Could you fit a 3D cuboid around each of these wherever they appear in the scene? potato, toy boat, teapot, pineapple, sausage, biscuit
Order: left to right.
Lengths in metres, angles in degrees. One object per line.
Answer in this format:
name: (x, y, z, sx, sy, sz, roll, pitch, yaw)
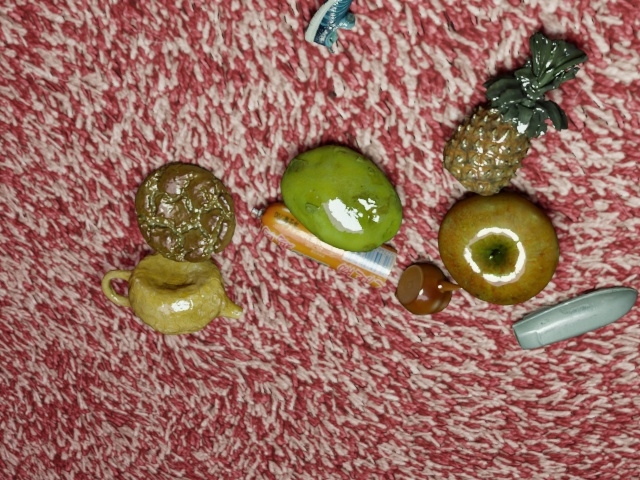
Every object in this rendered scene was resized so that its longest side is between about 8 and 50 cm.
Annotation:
teapot: (-0.322, 0.128, 1.898, 0.311, 0.203, 0.167, 6, 130, 3)
biscuit: (-0.286, -0.055, 1.835, 0.226, 0.042, 0.226, 2, 101, 9)
sausage: (0.000, 0.000, 1.813, 0.312, 0.093, 0.093, 23, 123, -2)
potato: (0.042, -0.081, 1.712, 0.253, 0.148, 0.186, 23, 114, 2)
teapot: (0.225, 0.108, 1.831, 0.116, 0.116, 0.173, 45, 146, -16)
pineapple: (0.355, -0.224, 1.576, 0.170, 0.141, 0.310, 43, 117, 19)
toy boat: (0.526, 0.152, 1.808, 0.260, 0.085, 0.078, -21, 116, 11)

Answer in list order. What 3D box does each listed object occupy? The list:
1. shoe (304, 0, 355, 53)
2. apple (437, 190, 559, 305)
shoe: (0.030, -0.404, 1.575, 0.071, 0.064, 0.143, 34, 125, -8)
apple: (0.346, 0.013, 1.699, 0.237, 0.207, 0.237, 3, 103, 13)
